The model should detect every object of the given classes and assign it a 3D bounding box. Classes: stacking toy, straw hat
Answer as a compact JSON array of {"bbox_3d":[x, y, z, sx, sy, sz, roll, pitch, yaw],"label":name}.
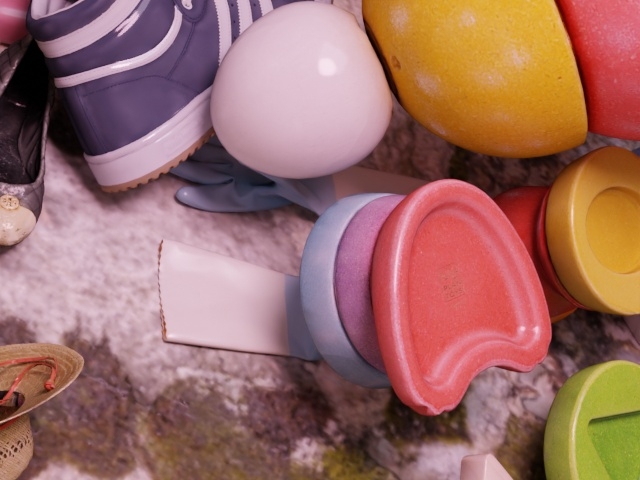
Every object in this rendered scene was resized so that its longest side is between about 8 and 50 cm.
[{"bbox_3d":[0.151,-0.167,1.177,0.480,0.350,0.350,-24,65,-4],"label":"stacking toy"},{"bbox_3d":[-0.200,0.113,1.018,0.144,0.144,0.061,-28,115,-43],"label":"straw hat"},{"bbox_3d":[0.116,0.087,1.221,0.309,0.130,0.279,-7,88,-45],"label":"stacking toy"}]

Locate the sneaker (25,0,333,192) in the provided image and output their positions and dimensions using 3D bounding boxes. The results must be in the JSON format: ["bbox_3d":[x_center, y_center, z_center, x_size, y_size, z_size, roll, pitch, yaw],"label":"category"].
[{"bbox_3d":[-0.097,-0.170,1.252,0.282,0.099,0.153,-50,120,-43],"label":"sneaker"}]

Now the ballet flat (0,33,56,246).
[{"bbox_3d":[-0.206,-0.070,1.176,0.057,0.049,0.173,15,49,-21],"label":"ballet flat"}]

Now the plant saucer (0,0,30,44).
[{"bbox_3d":[-0.230,-0.293,1.321,0.332,0.084,0.332,17,47,-19],"label":"plant saucer"}]

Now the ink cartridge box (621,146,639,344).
[{"bbox_3d":[0.268,0.007,1.360,0.092,0.090,0.143,-25,67,-14],"label":"ink cartridge box"}]

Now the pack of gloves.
[{"bbox_3d":[0.000,0.000,1.252,0.232,0.046,0.195,13,49,-23],"label":"pack of gloves"}]
